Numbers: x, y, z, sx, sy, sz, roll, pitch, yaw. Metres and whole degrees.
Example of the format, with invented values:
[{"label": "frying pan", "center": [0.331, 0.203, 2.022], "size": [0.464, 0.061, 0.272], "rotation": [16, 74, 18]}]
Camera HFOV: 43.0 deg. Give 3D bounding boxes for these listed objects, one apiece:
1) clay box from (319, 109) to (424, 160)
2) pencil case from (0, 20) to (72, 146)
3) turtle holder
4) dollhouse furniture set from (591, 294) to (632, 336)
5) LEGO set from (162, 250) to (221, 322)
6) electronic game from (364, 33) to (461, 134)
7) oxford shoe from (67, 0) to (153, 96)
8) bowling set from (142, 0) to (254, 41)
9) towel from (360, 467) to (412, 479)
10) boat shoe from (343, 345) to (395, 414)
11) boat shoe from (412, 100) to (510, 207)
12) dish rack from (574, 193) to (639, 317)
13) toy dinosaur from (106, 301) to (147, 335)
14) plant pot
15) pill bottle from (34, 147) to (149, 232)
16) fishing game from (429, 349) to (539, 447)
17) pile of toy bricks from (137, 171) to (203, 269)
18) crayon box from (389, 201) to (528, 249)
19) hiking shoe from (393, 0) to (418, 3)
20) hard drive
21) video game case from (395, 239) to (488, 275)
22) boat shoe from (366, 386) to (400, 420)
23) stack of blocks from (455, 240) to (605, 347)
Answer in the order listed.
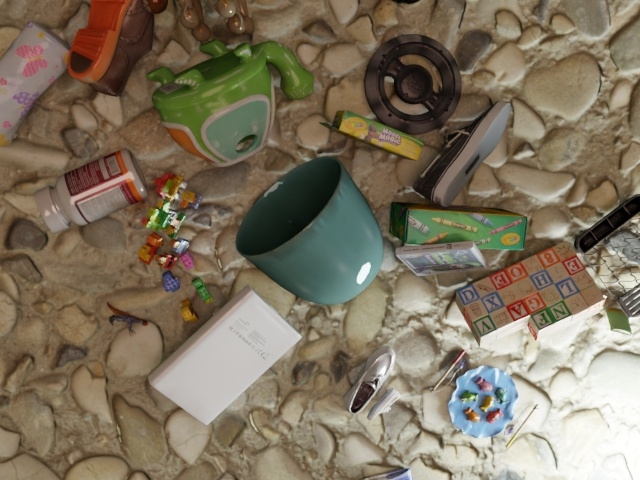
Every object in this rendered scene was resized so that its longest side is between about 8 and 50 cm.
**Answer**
[{"label": "clay box", "center": [0.112, -0.243, 1.830], "size": [0.222, 0.127, 0.053], "rotation": [21, 94, -11]}, {"label": "pencil case", "center": [-0.642, -0.330, 1.724], "size": [0.124, 0.113, 0.273], "rotation": [37, 93, -25]}, {"label": "turtle holder", "center": [-0.195, -0.305, 1.750], "size": [0.320, 0.243, 0.227], "rotation": [-45, 123, -39]}, {"label": "dollhouse furniture set", "center": [0.707, 0.175, 1.989], "size": [0.151, 0.076, 0.059], "rotation": [15, 132, -11]}, {"label": "LEGO set", "center": [-0.294, 0.129, 1.848], "size": [0.087, 0.093, 0.227], "rotation": [-30, 101, -2]}, {"label": "electronic game", "center": [0.213, -0.358, 1.866], "size": [0.229, 0.048, 0.229], "rotation": [0, 92, -9]}, {"label": "oxford shoe", "center": [-0.415, -0.485, 1.745], "size": [0.130, 0.132, 0.364], "rotation": [20, 82, 34]}, {"label": "bowling set", "center": [-0.253, -0.475, 1.686], "size": [0.199, 0.287, 0.154], "rotation": [-21, 86, 10]}, {"label": "towel", "center": [0.111, 0.693, 2.017], "size": [0.285, 0.034, 0.209], "rotation": [-15, 101, -5]}, {"label": "boat shoe", "center": [0.120, 0.338, 1.949], "size": [0.066, 0.063, 0.184], "rotation": [41, 92, -11]}, {"label": "boat shoe", "center": [0.325, -0.214, 1.873], "size": [0.105, 0.113, 0.306], "rotation": [30, 77, 27]}, {"label": "dish rack", "center": [0.764, 0.047, 1.977], "size": [0.208, 0.074, 0.271], "rotation": [-36, 93, 0]}, {"label": "toy dinosaur", "center": [-0.440, 0.179, 1.865], "size": [0.082, 0.047, 0.090], "rotation": [-10, 89, -24]}, {"label": "plant pot", "center": [0.000, 0.000, 1.782], "size": [0.293, 0.293, 0.235], "rotation": [-43, 117, 0]}, {"label": "pill bottle", "center": [-0.497, -0.106, 1.772], "size": [0.221, 0.121, 0.121], "rotation": [-24, 101, -3]}, {"label": "fishing game", "center": [0.404, 0.403, 2.010], "size": [0.264, 0.041, 0.189], "rotation": [41, 89, -11]}, {"label": "pile of toy bricks", "center": [-0.350, -0.042, 1.788], "size": [0.105, 0.118, 0.212], "rotation": [21, 96, -55]}, {"label": "crayon box", "center": [0.311, -0.035, 1.868], "size": [0.278, 0.165, 0.081], "rotation": [3, 98, -8]}, {"label": "hiking shoe", "center": [0.132, -0.616, 1.810], "size": [0.226, 0.086, 0.114], "rotation": [20, 82, -16]}, {"label": "hard drive", "center": [-0.216, 0.267, 1.870], "size": [0.307, 0.040, 0.203], "rotation": [-42, 126, 0]}, {"label": "video game case", "center": [0.278, 0.043, 1.842], "size": [0.173, 0.190, 0.022], "rotation": [-6, 71, 20]}, {"label": "boat shoe", "center": [0.156, 0.405, 1.980], "size": [0.035, 0.035, 0.100], "rotation": [44, 84, -9]}, {"label": "stack of blocks", "center": [0.490, 0.144, 1.917], "size": [0.297, 0.087, 0.171], "rotation": [-24, 64, -3]}]
